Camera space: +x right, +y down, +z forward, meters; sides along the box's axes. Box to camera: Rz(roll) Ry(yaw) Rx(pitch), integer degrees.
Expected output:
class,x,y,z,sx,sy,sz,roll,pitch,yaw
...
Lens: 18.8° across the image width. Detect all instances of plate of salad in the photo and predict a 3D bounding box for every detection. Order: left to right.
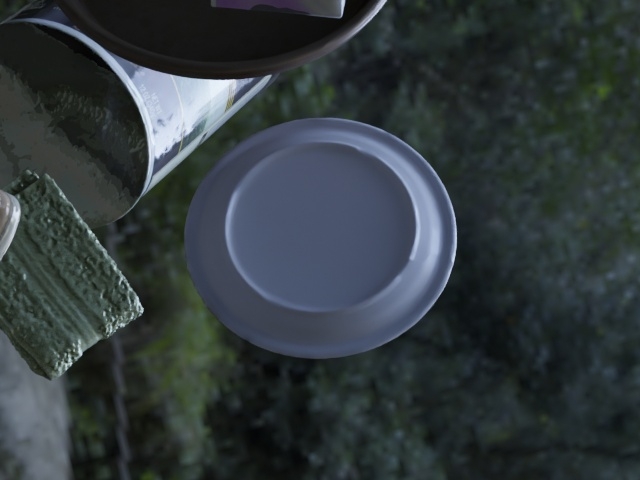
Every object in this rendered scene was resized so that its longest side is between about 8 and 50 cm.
class,x,y,z,sx,sy,sz,roll,pitch,yaw
plate of salad,0.000,0.000,1.422,0.048,0.200,0.200,87,-14,-62

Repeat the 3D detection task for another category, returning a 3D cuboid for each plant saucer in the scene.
class,x,y,z,sx,sy,sz,roll,pitch,yaw
plant saucer,-0.073,-0.222,1.448,0.041,0.278,0.278,92,-19,-56

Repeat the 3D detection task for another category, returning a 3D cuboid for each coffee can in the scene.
class,x,y,z,sx,sy,sz,roll,pitch,yaw
coffee can,-0.175,-0.161,1.776,0.275,0.202,0.201,-48,137,-50

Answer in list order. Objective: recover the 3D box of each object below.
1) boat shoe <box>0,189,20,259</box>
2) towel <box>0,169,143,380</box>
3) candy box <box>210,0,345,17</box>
class,x,y,z,sx,sy,sz,roll,pitch,yaw
boat shoe,-0.281,0.021,1.334,0.063,0.170,0.059,35,-10,49
towel,-0.216,0.025,1.490,0.148,0.110,0.027,51,-24,5
candy box,-0.009,-0.232,0.990,0.196,0.070,0.164,-80,174,-56
